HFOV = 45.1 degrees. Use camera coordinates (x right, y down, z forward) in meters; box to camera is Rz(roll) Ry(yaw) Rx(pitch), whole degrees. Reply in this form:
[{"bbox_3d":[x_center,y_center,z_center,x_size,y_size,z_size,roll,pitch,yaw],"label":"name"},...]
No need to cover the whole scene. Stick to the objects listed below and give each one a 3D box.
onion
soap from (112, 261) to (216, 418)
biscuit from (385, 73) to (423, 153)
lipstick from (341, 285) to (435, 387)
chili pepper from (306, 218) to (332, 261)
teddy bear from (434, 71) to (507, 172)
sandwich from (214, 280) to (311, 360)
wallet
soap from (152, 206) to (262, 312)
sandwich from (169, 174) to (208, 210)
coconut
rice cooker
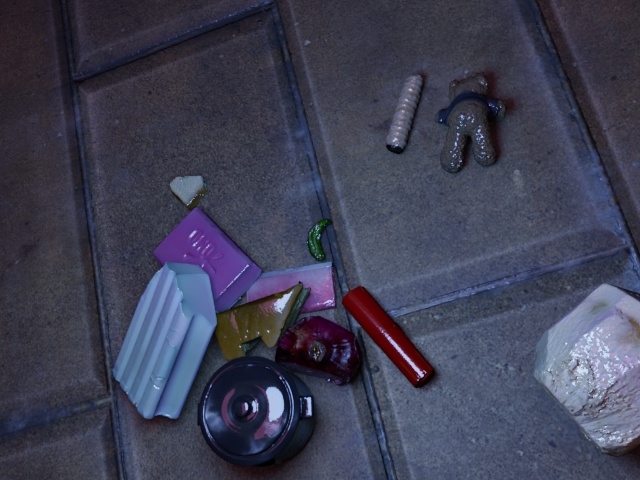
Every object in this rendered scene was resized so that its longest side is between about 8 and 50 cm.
[{"bbox_3d":[-0.002,0.247,1.776,0.195,0.218,0.139,22,76,10],"label":"onion"},{"bbox_3d":[-0.370,0.232,1.866,0.208,0.115,0.346,36,109,44],"label":"soap"},{"bbox_3d":[0.215,-0.328,1.990,0.055,0.061,0.219,23,78,-23],"label":"biscuit"},{"bbox_3d":[0.160,0.225,1.816,0.073,0.073,0.279,-41,66,1],"label":"lipstick"},{"bbox_3d":[-0.007,-0.001,1.964,0.056,0.035,0.117,9,65,6],"label":"chili pepper"},{"bbox_3d":[0.367,-0.299,1.893,0.182,0.129,0.251,-3,72,14],"label":"teddy bear"},{"bbox_3d":[-0.129,0.191,1.869,0.236,0.122,0.128,-20,89,14],"label":"sandwich"},{"bbox_3d":[-0.076,0.129,1.943,0.232,0.025,0.119,-10,69,14],"label":"wallet"},{"bbox_3d":[-0.295,0.056,1.991,0.181,0.081,0.259,-45,60,-1],"label":"soap"},{"bbox_3d":[-0.361,-0.146,2.114,0.105,0.036,0.093,39,87,25],"label":"sandwich"},{"bbox_3d":[0.612,0.247,1.558,0.309,0.297,0.297,-41,66,4],"label":"coconut"},{"bbox_3d":[-0.142,0.394,1.766,0.281,0.227,0.241,-5,71,15],"label":"rice cooker"}]
